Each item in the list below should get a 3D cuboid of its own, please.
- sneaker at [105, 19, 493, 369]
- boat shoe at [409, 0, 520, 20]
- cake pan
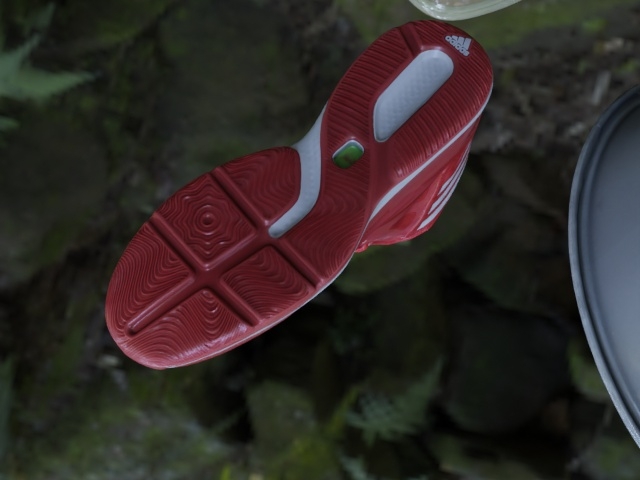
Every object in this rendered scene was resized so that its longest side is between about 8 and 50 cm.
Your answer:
[{"bbox_3d":[0.000,0.000,0.879,0.087,0.221,0.128,49,170,22],"label":"sneaker"},{"bbox_3d":[0.164,-0.254,1.167,0.104,0.285,0.089,48,171,17],"label":"boat shoe"},{"bbox_3d":[0.258,0.033,0.950,0.293,0.293,0.054,22,146,-27],"label":"cake pan"}]
